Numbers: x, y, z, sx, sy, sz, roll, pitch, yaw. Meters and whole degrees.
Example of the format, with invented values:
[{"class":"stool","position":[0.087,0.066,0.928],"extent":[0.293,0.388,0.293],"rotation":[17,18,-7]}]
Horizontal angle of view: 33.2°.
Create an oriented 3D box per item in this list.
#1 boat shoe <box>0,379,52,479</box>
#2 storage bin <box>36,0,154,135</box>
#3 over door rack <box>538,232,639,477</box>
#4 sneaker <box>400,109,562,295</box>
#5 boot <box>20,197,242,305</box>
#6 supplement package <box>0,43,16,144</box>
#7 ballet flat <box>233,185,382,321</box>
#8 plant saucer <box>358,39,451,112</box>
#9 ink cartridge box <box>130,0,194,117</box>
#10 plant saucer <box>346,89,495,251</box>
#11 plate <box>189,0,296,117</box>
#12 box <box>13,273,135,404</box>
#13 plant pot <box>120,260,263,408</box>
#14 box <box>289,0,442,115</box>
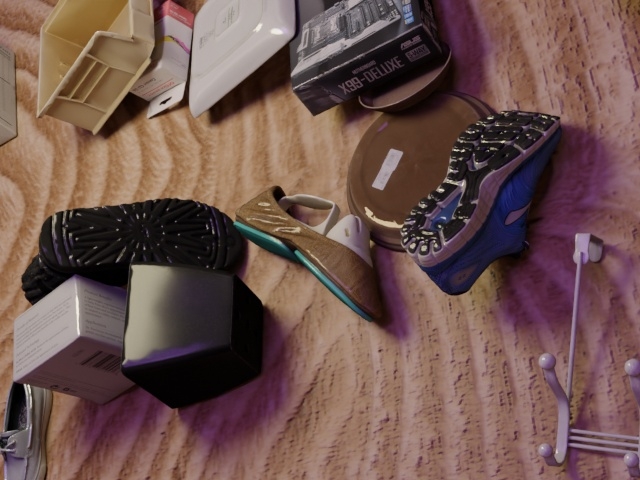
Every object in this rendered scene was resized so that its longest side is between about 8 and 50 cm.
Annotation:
[{"class":"boat shoe","position":[-0.521,0.343,1.848],"extent":[0.079,0.081,0.227],"rotation":[-14,59,27]},{"class":"storage bin","position":[-0.430,-0.388,2.069],"extent":[0.260,0.123,0.262],"rotation":[-44,40,35]},{"class":"over door rack","position":[0.405,0.128,1.330],"extent":[0.239,0.108,0.324],"rotation":[1,67,33]},{"class":"sneaker","position":[0.241,-0.057,1.527],"extent":[0.130,0.147,0.330],"rotation":[17,58,44]},{"class":"boot","position":[-0.327,0.033,1.837],"extent":[0.260,0.348,0.131],"rotation":[129,140,-61]},{"class":"supplement package","position":[-0.747,-0.320,2.301],"extent":[0.134,0.139,0.244],"rotation":[-26,54,20]},{"class":"ballet flat","position":[0.000,0.000,1.671],"extent":[0.124,0.116,0.342],"rotation":[-51,45,-7]},{"class":"plant saucer","position":[0.140,-0.258,1.721],"extent":[0.168,0.029,0.168],"rotation":[-27,29,17]},{"class":"ink cartridge box","position":[-0.311,-0.346,2.058],"extent":[0.115,0.067,0.198],"rotation":[-21,56,40]},{"class":"plant saucer","position":[0.155,-0.116,1.665],"extent":[0.278,0.041,0.278],"rotation":[-15,60,28]},{"class":"plate","position":[-0.152,-0.394,1.943],"extent":[0.278,0.045,0.277],"rotation":[-34,43,34]},{"class":"box","position":[-0.378,0.166,1.762],"extent":[0.182,0.181,0.119],"rotation":[-33,50,31]},{"class":"plant pot","position":[-0.189,0.142,1.678],"extent":[0.167,0.187,0.188],"rotation":[-8,62,17]},{"class":"box","position":[0.065,-0.380,1.804],"extent":[0.242,0.076,0.307],"rotation":[-23,46,22]}]
